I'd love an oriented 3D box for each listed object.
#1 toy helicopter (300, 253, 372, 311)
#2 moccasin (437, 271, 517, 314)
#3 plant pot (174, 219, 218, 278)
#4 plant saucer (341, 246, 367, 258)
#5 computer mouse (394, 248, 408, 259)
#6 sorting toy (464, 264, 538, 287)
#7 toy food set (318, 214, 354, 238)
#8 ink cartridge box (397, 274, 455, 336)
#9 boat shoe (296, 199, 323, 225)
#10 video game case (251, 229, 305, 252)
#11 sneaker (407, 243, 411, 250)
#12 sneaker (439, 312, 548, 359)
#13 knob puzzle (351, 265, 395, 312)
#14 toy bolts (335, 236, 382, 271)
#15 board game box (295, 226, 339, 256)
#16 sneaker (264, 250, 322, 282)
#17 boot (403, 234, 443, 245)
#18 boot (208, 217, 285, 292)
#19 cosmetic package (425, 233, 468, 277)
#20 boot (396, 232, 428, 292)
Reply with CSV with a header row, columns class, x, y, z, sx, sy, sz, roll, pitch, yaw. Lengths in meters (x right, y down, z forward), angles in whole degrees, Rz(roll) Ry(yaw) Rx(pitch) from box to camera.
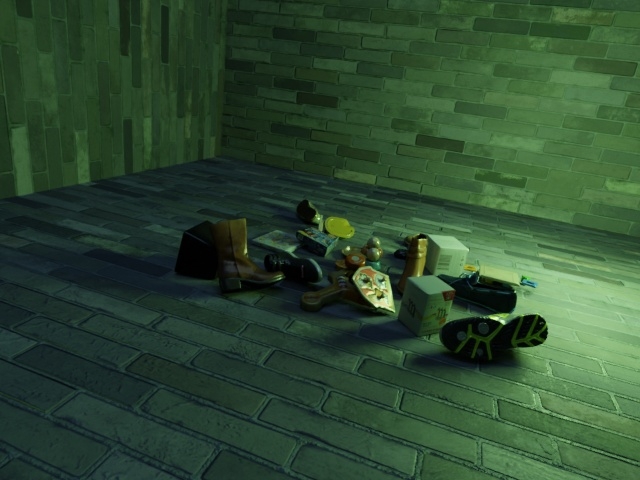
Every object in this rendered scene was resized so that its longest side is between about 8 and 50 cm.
class,x,y,z,sx,sy,sz,roll,pitch,yaw
toy helicopter,0.086,0.200,1.670,0.355,0.140,0.235,-19,40,-31
moccasin,0.668,0.197,1.847,0.341,0.117,0.137,19,23,29
plant pot,-0.458,0.052,1.764,0.166,0.188,0.188,24,22,9
plant saucer,0.185,0.072,2.146,0.168,0.029,0.168,7,19,-3
computer mouse,0.500,0.076,2.235,0.242,0.041,0.071,6,19,-7
sorting toy,0.853,0.178,2.079,0.347,0.047,0.196,14,16,17
toy food set,0.076,-0.061,2.389,0.217,0.071,0.128,11,55,-18
ink cartridge box,0.378,0.233,1.557,0.128,0.176,0.127,-4,25,-27
boat shoe,-0.067,-0.164,2.636,0.089,0.104,0.285,40,8,-31
video game case,-0.200,0.006,2.193,0.206,0.026,0.227,17,22,24
sneaker,0.543,0.045,2.292,0.152,0.054,0.061,8,-4,31
sneaker,0.580,0.327,1.487,0.384,0.145,0.147,0,-10,-13
knob puzzle,0.202,0.171,1.645,0.213,0.030,0.213,25,42,-25
toy bolts,0.189,0.079,1.934,0.218,0.159,0.228,4,20,-10
board game box,0.000,0.000,2.203,0.194,0.060,0.194,28,24,25
sneaker,-0.126,0.122,1.799,0.146,0.105,0.295,-11,21,-38
boot,0.594,0.011,2.344,0.305,0.115,0.112,22,26,38
boot,-0.285,0.052,1.691,0.264,0.281,0.096,-8,-16,-17
cosmetic package,0.602,0.074,2.115,0.151,0.151,0.184,4,21,-10
boot,0.412,0.100,1.867,0.109,0.220,0.283,15,21,19
